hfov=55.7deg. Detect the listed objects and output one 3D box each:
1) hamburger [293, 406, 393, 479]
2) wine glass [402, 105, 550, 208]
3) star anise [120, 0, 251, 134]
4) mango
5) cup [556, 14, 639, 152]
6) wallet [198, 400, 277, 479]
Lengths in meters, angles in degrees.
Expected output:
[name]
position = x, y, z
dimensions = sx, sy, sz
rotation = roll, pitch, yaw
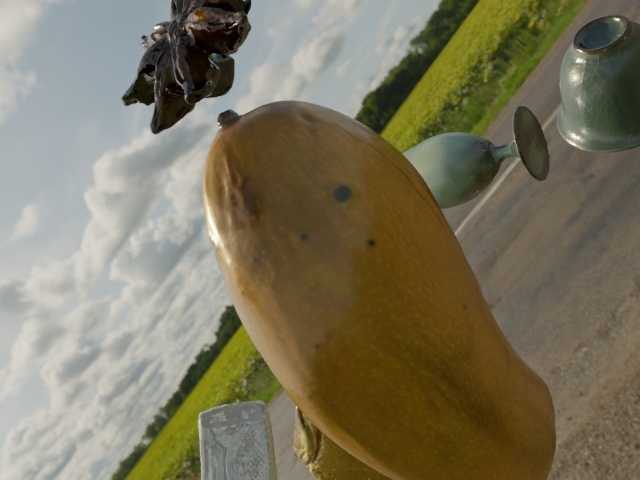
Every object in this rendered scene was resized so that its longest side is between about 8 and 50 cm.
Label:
[hamburger]
position = 0.090, 0.400, 1.294
dimensions = 0.174, 0.283, 0.305
rotation = -67, -12, -51
[wine glass]
position = 0.164, -0.088, 0.740
dimensions = 0.202, 0.093, 0.093
rotation = -17, 27, 41
[star anise]
position = -0.144, -0.246, 0.760
dimensions = 0.271, 0.102, 0.272
rotation = -23, 55, 38
[mango]
position = 0.042, 0.051, 0.449
dimensions = 0.187, 0.360, 0.144
rotation = -32, -2, -38
[cup]
position = 0.439, -0.254, 0.913
dimensions = 0.199, 0.150, 0.199
rotation = -23, 43, 23
[wallet]
position = -0.128, 0.342, 0.925
dimensions = 0.124, 0.183, 0.032
rotation = -12, -20, 12
